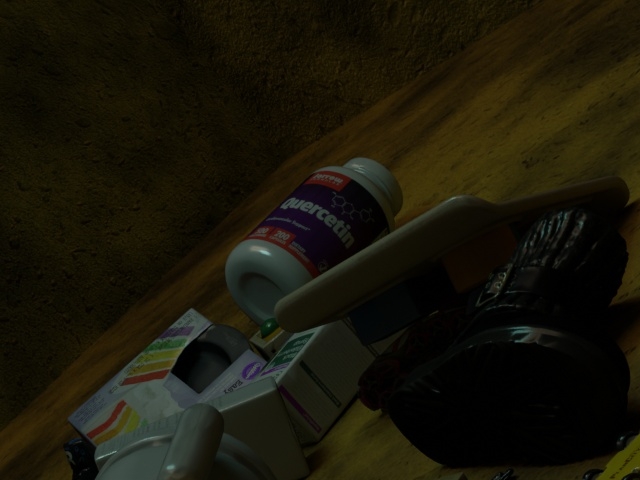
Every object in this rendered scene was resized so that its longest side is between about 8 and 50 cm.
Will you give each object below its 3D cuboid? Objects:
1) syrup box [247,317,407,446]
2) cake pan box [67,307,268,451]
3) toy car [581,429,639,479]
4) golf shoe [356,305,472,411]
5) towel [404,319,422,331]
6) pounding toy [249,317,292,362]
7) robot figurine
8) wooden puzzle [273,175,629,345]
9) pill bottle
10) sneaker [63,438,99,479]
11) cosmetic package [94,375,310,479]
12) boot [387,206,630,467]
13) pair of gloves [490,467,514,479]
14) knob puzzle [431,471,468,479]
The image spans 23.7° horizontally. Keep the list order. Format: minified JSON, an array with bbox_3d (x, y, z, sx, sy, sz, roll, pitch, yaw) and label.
[{"bbox_3d":[0.005,0.156,1.958,0.237,0.096,0.093,-47,12,-35],"label":"syrup box"},{"bbox_3d":[-0.203,0.236,2.199,0.267,0.070,0.246,-41,38,-14],"label":"cake pan box"},{"bbox_3d":[0.296,0.120,1.155,0.239,0.053,0.225,-36,9,13],"label":"toy car"},{"bbox_3d":[0.121,0.124,1.774,0.186,0.067,0.086,-34,9,25],"label":"golf shoe"},{"bbox_3d":[0.109,0.117,2.042,0.060,0.009,0.083,-46,12,-34],"label":"towel"},{"bbox_3d":[0.010,0.111,2.190,0.206,0.094,0.181,-40,9,-8],"label":"pounding toy"},{"bbox_3d":[-0.136,0.304,1.420,0.353,0.200,0.300,-78,3,-68],"label":"robot figurine"},{"bbox_3d":[0.165,0.034,1.776,0.322,0.080,0.348,-31,-15,36],"label":"wooden puzzle"},{"bbox_3d":[0.000,0.000,2.501,0.181,0.181,0.323,-27,15,51],"label":"pill bottle"},{"bbox_3d":[-0.372,0.373,2.318,0.217,0.121,0.079,-43,9,-25],"label":"sneaker"},{"bbox_3d":[-0.140,0.259,1.803,0.231,0.117,0.085,-20,8,-4],"label":"cosmetic package"},{"bbox_3d":[0.221,0.075,1.418,0.260,0.131,0.348,-43,9,-25],"label":"boot"},{"bbox_3d":[0.143,0.233,1.335,0.074,0.010,0.083,-39,6,8],"label":"pair of gloves"},{"bbox_3d":[0.036,0.295,1.388,0.213,0.030,0.213,-38,10,8],"label":"knob puzzle"}]
